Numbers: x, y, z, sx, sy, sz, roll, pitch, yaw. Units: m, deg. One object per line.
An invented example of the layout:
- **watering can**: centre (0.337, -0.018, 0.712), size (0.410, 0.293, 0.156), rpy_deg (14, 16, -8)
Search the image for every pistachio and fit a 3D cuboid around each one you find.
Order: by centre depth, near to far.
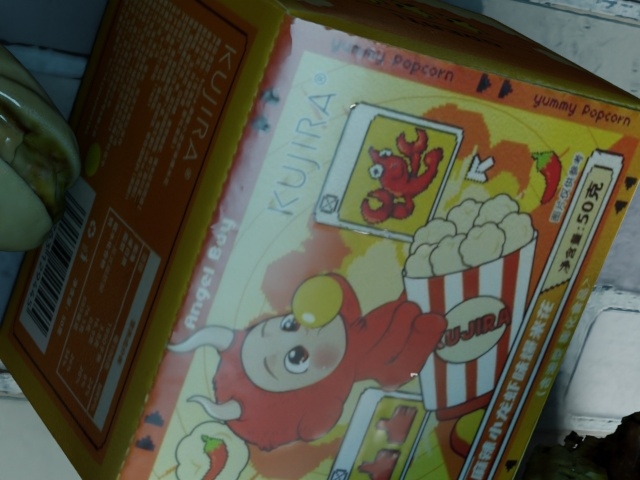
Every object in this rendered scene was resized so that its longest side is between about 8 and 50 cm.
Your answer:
- **pistachio**: centre (-0.193, -0.052, 1.007), size (0.113, 0.113, 0.149), rpy_deg (-41, 129, -5)

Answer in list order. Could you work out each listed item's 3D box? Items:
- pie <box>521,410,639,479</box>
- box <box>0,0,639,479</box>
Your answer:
- **pie**: centre (0.175, 0.310, 1.206), size (0.180, 0.395, 0.418), rpy_deg (-1, 161, 0)
- **box**: centre (0.000, 0.000, 1.068), size (0.259, 0.214, 0.284), rpy_deg (12, 108, -30)
